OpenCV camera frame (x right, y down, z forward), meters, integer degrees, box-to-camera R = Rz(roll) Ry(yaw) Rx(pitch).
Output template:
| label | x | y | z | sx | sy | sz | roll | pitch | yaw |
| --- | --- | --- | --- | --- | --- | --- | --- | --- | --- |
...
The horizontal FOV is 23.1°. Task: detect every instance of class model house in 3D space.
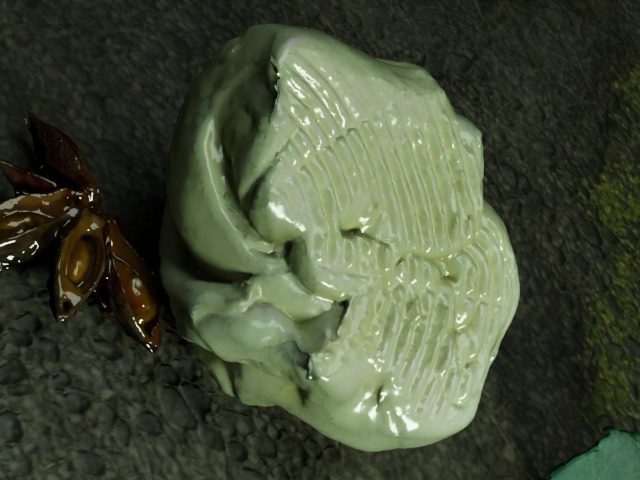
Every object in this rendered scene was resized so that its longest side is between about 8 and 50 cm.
| label | x | y | z | sx | sy | sz | roll | pitch | yaw |
| --- | --- | --- | --- | --- | --- | --- | --- | --- | --- |
| model house | 0.282 | 0.232 | 1.321 | 0.149 | 0.119 | 0.148 | -5 | 60 | -52 |

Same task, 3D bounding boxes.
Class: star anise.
| label | x | y | z | sx | sy | sz | roll | pitch | yaw |
| --- | --- | --- | --- | --- | --- | --- | --- | --- | --- |
| star anise | -0.192 | 0.002 | 1.152 | 0.212 | 0.053 | 0.157 | 52 | 36 | 3 |

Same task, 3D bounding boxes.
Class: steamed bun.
| label | x | y | z | sx | sy | sz | roll | pitch | yaw |
| --- | --- | --- | --- | --- | --- | --- | --- | --- | --- |
| steamed bun | 0.000 | 0.000 | 1.201 | 0.275 | 0.206 | 0.320 | -4 | 89 | -34 |
